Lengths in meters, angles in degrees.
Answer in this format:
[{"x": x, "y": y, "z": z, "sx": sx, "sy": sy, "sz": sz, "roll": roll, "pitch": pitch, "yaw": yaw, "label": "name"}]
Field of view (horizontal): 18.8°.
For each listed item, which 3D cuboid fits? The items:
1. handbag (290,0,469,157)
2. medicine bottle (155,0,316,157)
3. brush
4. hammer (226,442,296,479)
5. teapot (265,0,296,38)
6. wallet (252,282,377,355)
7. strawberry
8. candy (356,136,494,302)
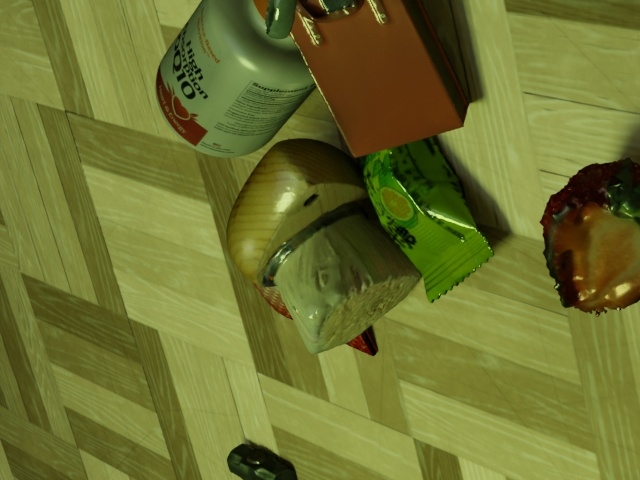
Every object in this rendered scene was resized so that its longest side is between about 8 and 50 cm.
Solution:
[{"x": 0.054, "y": -0.184, "z": 1.929, "sx": 0.127, "sy": 0.063, "sz": 0.190, "roll": -15, "pitch": 122, "yaw": 24, "label": "handbag"}, {"x": -0.067, "y": -0.212, "z": 2.091, "sx": 0.157, "sy": 0.157, "sz": 0.289, "roll": 58, "pitch": 150, "yaw": 7, "label": "medicine bottle"}, {"x": 0.000, "y": 0.000, "z": 2.106, "sx": 0.166, "sy": 0.174, "sz": 0.266, "roll": 54, "pitch": 172, "yaw": 20, "label": "brush"}, {"x": -0.043, "y": 0.456, "z": 2.737, "sx": 0.111, "sy": 0.043, "sz": 0.365, "roll": 18, "pitch": 131, "yaw": 49, "label": "hammer"}, {"x": -0.039, "y": -0.299, "z": 1.851, "sx": 0.149, "sy": 0.162, "sz": 0.239, "roll": 106, "pitch": 164, "yaw": -54, "label": "teapot"}, {"x": -0.015, "y": 0.079, "z": 2.365, "sx": 0.196, "sy": 0.020, "sz": 0.103, "roll": 20, "pitch": 151, "yaw": 47, "label": "wallet"}, {"x": 0.273, "y": -0.011, "z": 1.793, "sx": 0.140, "sy": 0.085, "sz": 0.192, "roll": -7, "pitch": 140, "yaw": 23, "label": "strawberry"}, {"x": 0.094, "y": -0.063, "z": 2.053, "sx": 0.246, "sy": 0.069, "sz": 0.149, "roll": 60, "pitch": 153, "yaw": 5, "label": "candy"}]
